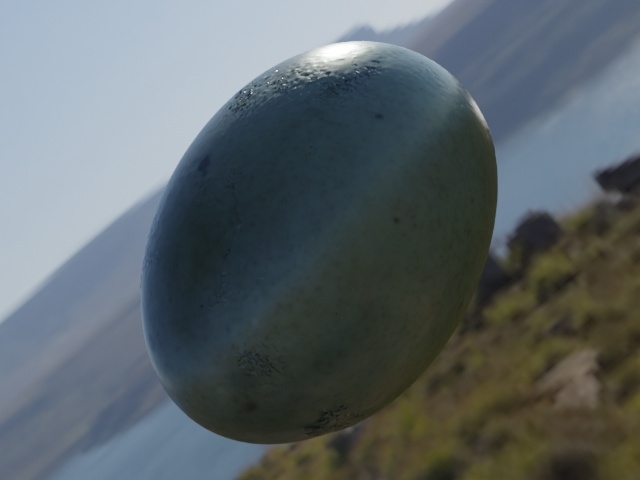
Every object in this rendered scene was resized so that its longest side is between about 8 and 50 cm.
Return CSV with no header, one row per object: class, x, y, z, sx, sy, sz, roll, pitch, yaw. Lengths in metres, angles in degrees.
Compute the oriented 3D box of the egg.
egg,0.000,0.000,0.933,0.236,0.169,0.169,-58,10,-22
